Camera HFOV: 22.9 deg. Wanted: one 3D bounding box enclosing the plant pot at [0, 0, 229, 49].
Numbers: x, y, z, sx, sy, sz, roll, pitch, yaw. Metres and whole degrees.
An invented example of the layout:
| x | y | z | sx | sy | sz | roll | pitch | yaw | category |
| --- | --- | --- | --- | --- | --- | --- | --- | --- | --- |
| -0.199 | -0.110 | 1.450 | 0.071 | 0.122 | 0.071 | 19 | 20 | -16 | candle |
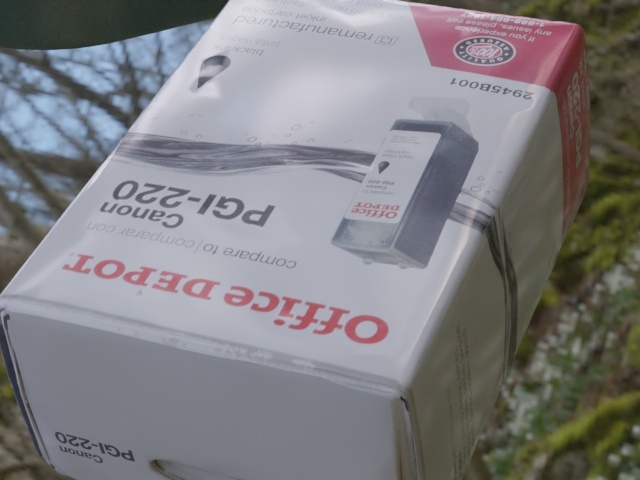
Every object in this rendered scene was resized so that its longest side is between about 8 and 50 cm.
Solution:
| x | y | z | sx | sy | sz | roll | pitch | yaw | category |
| --- | --- | --- | --- | --- | --- | --- | --- | --- | --- |
| -0.195 | -0.275 | 1.107 | 0.252 | 0.248 | 0.247 | -24 | -14 | -16 | plant pot |

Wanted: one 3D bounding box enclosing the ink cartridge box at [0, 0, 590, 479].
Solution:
| x | y | z | sx | sy | sz | roll | pitch | yaw | category |
| --- | --- | --- | --- | --- | --- | --- | --- | --- | --- |
| 0.000 | 0.000 | 0.609 | 0.092 | 0.158 | 0.218 | 81 | -152 | -42 | ink cartridge box |
